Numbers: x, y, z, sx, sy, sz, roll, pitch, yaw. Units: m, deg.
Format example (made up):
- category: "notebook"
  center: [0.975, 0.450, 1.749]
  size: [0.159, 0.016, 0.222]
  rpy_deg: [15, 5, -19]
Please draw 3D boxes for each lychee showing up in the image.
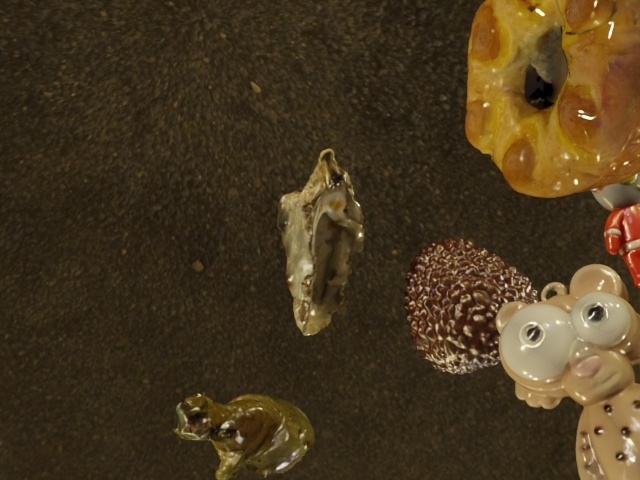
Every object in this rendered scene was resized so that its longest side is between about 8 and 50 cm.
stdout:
- category: "lychee"
  center: [0.274, 0.118, 1.239]
  size: [0.272, 0.271, 0.271]
  rpy_deg: [-3, 109, -9]

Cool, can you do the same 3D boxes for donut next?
- category: "donut"
  center: [0.309, -0.213, 0.806]
  size: [0.150, 0.299, 0.317]
  rpy_deg: [-3, 146, -23]

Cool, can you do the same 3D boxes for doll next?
- category: "doll"
  center: [0.651, -0.071, 1.347]
  size: [0.200, 0.105, 0.336]
  rpy_deg: [-7, 71, -21]
- category: "doll"
  center: [0.281, 0.151, 0.609]
  size: [0.154, 0.278, 0.119]
  rpy_deg: [-41, 140, 13]

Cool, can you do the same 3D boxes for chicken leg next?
- category: "chicken leg"
  center: [-0.095, 0.227, 0.759]
  size: [0.103, 0.088, 0.228]
  rpy_deg: [-32, 148, 25]

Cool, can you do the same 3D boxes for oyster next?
- category: "oyster"
  center: [-0.005, 0.000, 1.204]
  size: [0.166, 0.110, 0.341]
  rpy_deg: [-24, 117, -32]
